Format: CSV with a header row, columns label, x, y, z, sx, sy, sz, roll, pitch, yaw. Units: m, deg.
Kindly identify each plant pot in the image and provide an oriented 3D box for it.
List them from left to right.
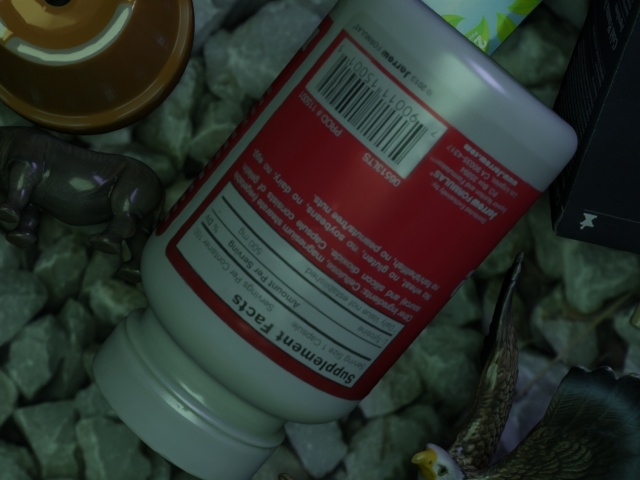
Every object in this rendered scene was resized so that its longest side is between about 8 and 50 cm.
label,x,y,z,sx,sy,sz,roll,pitch,yaw
plant pot,-0.213,-0.200,1.184,0.205,0.188,0.205,0,89,-3

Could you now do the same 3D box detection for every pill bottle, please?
label,x,y,z,sx,sy,sz,roll,pitch,yaw
pill bottle,0.000,0.000,1.157,0.229,0.229,0.408,40,101,-2

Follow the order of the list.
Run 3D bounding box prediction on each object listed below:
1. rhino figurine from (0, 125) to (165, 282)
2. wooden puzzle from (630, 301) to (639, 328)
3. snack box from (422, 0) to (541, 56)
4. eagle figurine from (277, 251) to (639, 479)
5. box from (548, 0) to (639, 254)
label,x,y,z,sx,sy,sz,roll,pitch,yaw
rhino figurine,-0.252,-0.052,1.234,0.243,0.073,0.106,19,59,-2
wooden puzzle,0.335,0.064,1.298,0.078,0.014,0.116,36,88,2
snack box,0.146,-0.285,1.263,0.174,0.070,0.207,44,89,-3
eagle figurine,0.139,0.192,1.179,0.298,0.225,0.226,-43,88,0
box,0.394,-0.138,1.151,0.343,0.179,0.313,13,124,-3
